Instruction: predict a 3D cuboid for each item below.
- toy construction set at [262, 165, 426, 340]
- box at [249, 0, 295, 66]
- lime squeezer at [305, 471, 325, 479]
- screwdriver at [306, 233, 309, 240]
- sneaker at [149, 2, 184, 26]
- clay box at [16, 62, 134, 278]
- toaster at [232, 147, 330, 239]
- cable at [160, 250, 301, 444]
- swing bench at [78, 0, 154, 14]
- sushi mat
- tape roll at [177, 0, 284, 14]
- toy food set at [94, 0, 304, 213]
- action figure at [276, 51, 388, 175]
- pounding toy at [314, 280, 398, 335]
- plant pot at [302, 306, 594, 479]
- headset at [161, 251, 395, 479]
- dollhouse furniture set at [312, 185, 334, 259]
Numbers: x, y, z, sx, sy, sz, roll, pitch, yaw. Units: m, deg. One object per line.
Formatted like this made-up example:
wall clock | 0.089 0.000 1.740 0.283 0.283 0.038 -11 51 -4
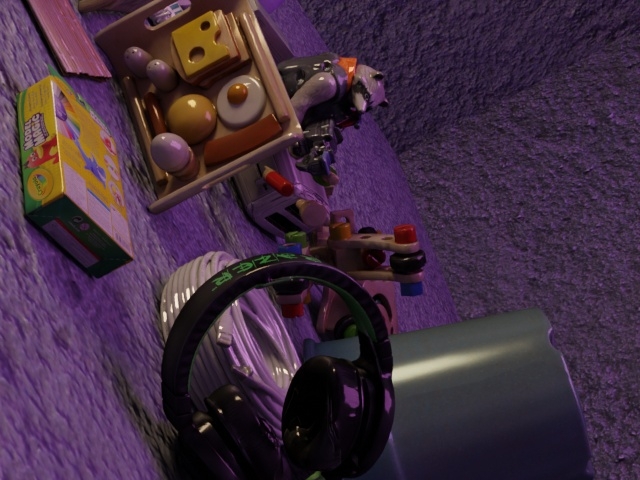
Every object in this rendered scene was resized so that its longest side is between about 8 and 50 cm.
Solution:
toy construction set | 0.000 0.000 1.895 0.308 0.257 0.237 59 -7 -22
box | -0.157 -0.320 1.985 0.145 0.186 0.038 48 21 -54
lime squeezer | 0.003 0.329 1.383 0.110 0.059 0.310 -150 -117 -74
screwdriver | -0.077 -0.059 2.204 0.170 0.025 0.024 49 16 -21
sneaker | -0.263 -0.385 1.994 0.075 0.057 0.161 63 7 33
clay box | -0.268 -0.080 1.263 0.127 0.053 0.222 51 15 -45
toaster | -0.068 -0.097 2.036 0.227 0.129 0.146 38 31 -62
cable | -0.099 0.139 1.437 0.257 0.089 0.257 55 13 -38
swing bench | -0.306 -0.477 1.740 0.254 0.165 0.253 62 11 -6
sushi mat | -0.372 -0.350 1.514 0.316 0.019 0.151 63 12 -1
tape roll | -0.164 -0.494 2.133 0.090 0.275 0.274 53 15 -40
toy food set | -0.172 -0.206 1.566 0.092 0.220 0.306 42 24 -62
action figure | -0.055 -0.219 1.829 0.341 0.330 0.178 -106 -170 -68
pounding toy | 0.050 0.146 2.154 0.269 0.155 0.154 7 85 -66
plant pot | 0.182 0.257 1.622 0.341 0.334 0.341 -16 90 -86
headset | -0.024 0.213 1.216 0.185 0.243 0.394 -149 -131 -61
dollhouse furniture set | -0.044 -0.062 2.319 0.144 0.123 0.151 -96 -168 -61
